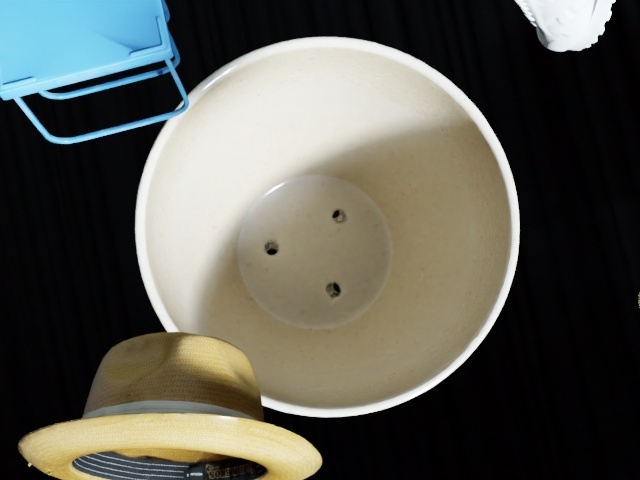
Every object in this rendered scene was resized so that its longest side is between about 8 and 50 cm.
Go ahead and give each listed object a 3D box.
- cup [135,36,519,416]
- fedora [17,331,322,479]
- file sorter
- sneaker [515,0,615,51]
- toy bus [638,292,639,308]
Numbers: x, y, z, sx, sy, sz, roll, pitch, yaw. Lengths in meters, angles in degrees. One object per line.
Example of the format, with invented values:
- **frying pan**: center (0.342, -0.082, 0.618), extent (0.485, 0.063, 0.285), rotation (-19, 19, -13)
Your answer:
- **cup**: center (0.000, 0.000, 1.002), extent (0.331, 0.330, 0.237), rotation (-11, 173, -5)
- **fedora**: center (-0.090, 0.106, 0.638), extent (0.195, 0.079, 0.194), rotation (1, 157, 0)
- **file sorter**: center (-0.169, -0.171, 0.754), extent (0.118, 0.170, 0.104), rotation (-14, 160, 1)
- **sneaker**: center (0.199, -0.226, 0.882), extent (0.095, 0.090, 0.235), rotation (-11, 165, 1)
- **toy bus**: center (0.241, 0.123, 0.427), extent (0.150, 0.211, 0.220), rotation (-20, -144, 1)
